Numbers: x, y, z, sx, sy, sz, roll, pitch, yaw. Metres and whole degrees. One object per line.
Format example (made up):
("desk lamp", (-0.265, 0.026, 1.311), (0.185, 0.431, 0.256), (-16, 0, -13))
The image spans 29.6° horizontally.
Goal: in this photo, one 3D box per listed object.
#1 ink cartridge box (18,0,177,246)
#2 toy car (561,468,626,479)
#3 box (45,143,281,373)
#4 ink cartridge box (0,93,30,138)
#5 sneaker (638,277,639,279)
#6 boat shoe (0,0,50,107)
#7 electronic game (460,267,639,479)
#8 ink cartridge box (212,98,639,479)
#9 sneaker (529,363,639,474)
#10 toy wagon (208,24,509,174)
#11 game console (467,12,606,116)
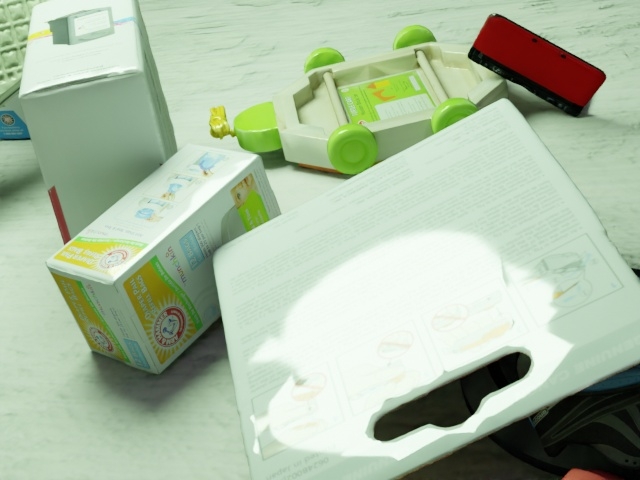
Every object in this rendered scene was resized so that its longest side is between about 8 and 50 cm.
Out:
("ink cartridge box", (-0.233, -0.125, 1.328), (0.131, 0.226, 0.306), (-14, 28, -4))
("toy car", (0.138, 0.223, 0.718), (0.239, 0.053, 0.225), (-7, 35, -20))
("box", (-0.139, 0.013, 1.147), (0.103, 0.114, 0.203), (13, 44, 40))
("ink cartridge box", (-0.386, -0.237, 1.614), (0.139, 0.191, 0.082), (1, 33, 24))
("sneaker", (0.277, 0.078, 0.877), (0.073, 0.063, 0.162), (-11, 36, -34))
("boat shoe", (-0.457, -0.179, 1.424), (0.156, 0.186, 0.500), (-3, 59, 56))
("electronic game", (0.222, 0.097, 0.938), (0.229, 0.048, 0.229), (-7, 37, 5))
("ink cartridge box", (0.081, 0.061, 0.958), (0.308, 0.091, 0.385), (-27, 32, 5))
("sneaker", (0.228, 0.116, 0.809), (0.188, 0.078, 0.067), (-8, 8, 33))
("toy wagon", (0.040, -0.157, 1.430), (0.344, 0.068, 0.267), (-14, 29, 0))
("game console", (0.248, -0.212, 1.357), (0.144, 0.085, 0.124), (30, 38, 2))
